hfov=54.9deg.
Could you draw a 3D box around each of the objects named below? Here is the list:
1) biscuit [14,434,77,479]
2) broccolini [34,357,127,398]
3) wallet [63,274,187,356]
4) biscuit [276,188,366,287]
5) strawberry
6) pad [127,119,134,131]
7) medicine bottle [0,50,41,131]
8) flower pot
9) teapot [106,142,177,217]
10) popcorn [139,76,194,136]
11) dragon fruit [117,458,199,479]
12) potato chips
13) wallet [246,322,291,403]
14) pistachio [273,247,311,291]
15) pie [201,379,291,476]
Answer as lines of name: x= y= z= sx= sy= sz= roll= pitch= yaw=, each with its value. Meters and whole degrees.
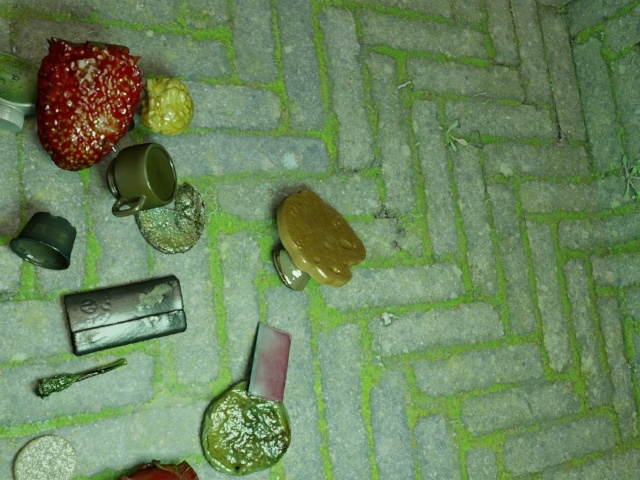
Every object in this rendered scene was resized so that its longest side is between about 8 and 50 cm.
biscuit: x=-0.703 y=0.574 z=1.579 sx=0.152 sy=0.020 sz=0.152 roll=7 pitch=76 yaw=-28
broccolini: x=-0.637 y=0.360 z=1.648 sx=0.239 sy=0.051 sz=0.054 roll=-16 pitch=43 yaw=-31
wallet: x=-0.539 y=0.206 z=1.728 sx=0.321 sy=0.044 sz=0.170 roll=-10 pitch=83 yaw=-29
biscuit: x=0.000 y=0.000 z=1.989 sx=0.351 sy=0.057 sz=0.312 roll=36 pitch=41 yaw=-22
strawberry: x=-0.614 y=-0.364 z=1.669 sx=0.292 sy=0.292 sz=0.343 roll=-2 pitch=86 yaw=-28
pad: x=-0.672 y=-0.429 z=1.811 sx=0.181 sy=0.004 sz=0.267 roll=-22 pitch=91 yaw=-30
medicine bottle: x=-0.834 y=-0.398 z=1.672 sx=0.132 sy=0.088 sz=0.188 roll=15 pitch=72 yaw=-25
flower pot: x=-0.719 y=-0.005 z=1.623 sx=0.157 sy=0.157 sz=0.106 roll=25 pitch=58 yaw=-21
teapot: x=-0.525 y=-0.165 z=1.739 sx=0.185 sy=0.175 sz=0.267 roll=63 pitch=23 yaw=-43
popcorn: x=-0.460 y=-0.398 z=1.822 sx=0.170 sy=0.180 sz=0.180 roll=18 pitch=71 yaw=-6
dragon fruit: x=-0.443 y=0.709 z=1.576 sx=0.315 sy=0.250 sz=0.250 roll=-10 pitch=84 yaw=-36
potato chips: x=-0.438 y=-0.068 z=1.850 sx=0.202 sy=0.029 sz=0.220 roll=47 pitch=65 yaw=-12
wallet: x=-0.151 y=0.369 z=1.864 sx=0.119 sy=0.025 sz=0.232 roll=24 pitch=48 yaw=-21
pistachio: x=-0.093 y=0.090 z=1.951 sx=0.113 sy=0.113 sz=0.149 roll=-44 pitch=100 yaw=-27
pie: x=-0.216 y=0.550 z=1.807 sx=0.277 sy=0.078 sz=0.277 roll=7 pitch=75 yaw=-26
